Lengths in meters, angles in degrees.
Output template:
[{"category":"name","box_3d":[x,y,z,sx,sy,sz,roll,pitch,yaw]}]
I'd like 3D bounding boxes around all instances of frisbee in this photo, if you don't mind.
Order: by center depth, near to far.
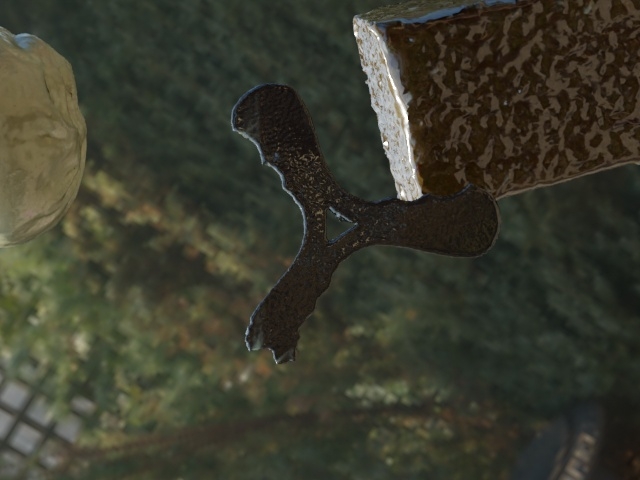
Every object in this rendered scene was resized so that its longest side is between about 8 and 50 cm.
[{"category":"frisbee","box_3d":[0.000,0.000,1.078,0.187,0.211,0.012,-57,-5,-1]}]

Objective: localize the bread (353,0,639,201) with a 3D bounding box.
[{"category":"bread","box_3d":[0.242,-0.141,1.170,0.113,0.417,0.165,-145,43,-75]}]

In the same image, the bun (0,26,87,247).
[{"category":"bun","box_3d":[-0.288,-0.108,1.414,0.133,0.231,0.231,-15,-4,-10]}]
